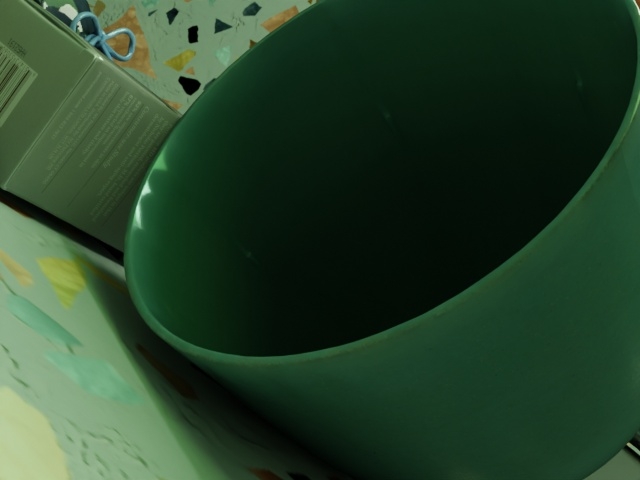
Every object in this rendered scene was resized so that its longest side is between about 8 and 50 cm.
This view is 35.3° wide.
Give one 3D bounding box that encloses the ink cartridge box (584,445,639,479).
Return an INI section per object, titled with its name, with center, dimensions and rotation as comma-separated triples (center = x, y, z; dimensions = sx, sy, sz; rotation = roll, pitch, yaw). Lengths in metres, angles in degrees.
[ink cartridge box]
center = 0.242, 0.239, 0.753
dimensions = 0.207, 0.117, 0.283
rotation = 42, 4, 42

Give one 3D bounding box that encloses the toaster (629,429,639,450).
[toaster]
center = 0.256, 0.095, 0.720
dimensions = 0.146, 0.129, 0.227
rotation = 35, 2, 43

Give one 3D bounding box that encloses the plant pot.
[plant pot]
center = 0.073, 0.017, 0.583
dimensions = 0.235, 0.293, 0.293
rotation = 54, -7, -37

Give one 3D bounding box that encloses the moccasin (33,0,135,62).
[moccasin]
center = -0.269, -0.198, 0.970
dimensions = 0.342, 0.117, 0.138
rotation = 39, 3, -5

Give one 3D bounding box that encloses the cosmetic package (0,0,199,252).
[cosmetic package]
center = -0.130, -0.053, 0.686
dimensions = 0.127, 0.107, 0.238
rotation = 37, 4, 36
